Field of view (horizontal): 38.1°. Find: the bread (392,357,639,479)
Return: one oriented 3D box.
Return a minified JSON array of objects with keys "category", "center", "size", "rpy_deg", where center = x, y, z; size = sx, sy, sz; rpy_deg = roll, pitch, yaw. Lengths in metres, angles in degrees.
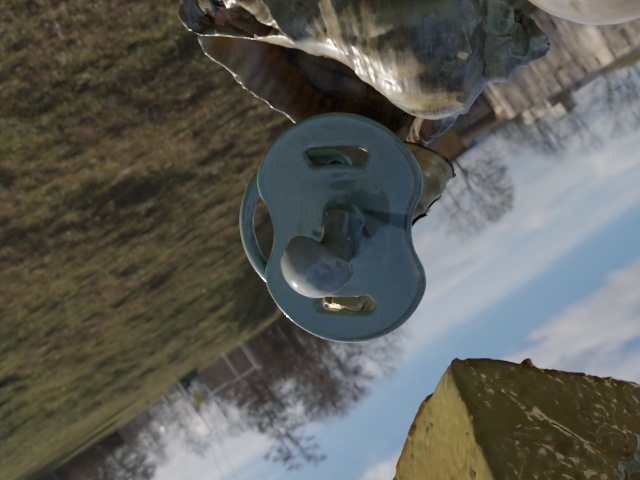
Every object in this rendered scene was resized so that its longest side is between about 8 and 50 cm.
[{"category":"bread","center":[0.199,0.262,0.749],"size":[0.207,0.279,0.279],"rpy_deg":[-107,-152,-59]}]

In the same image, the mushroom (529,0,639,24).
[{"category":"mushroom","center":[0.286,-0.338,0.796],"size":[0.290,0.292,0.292],"rpy_deg":[-8,173,-15]}]

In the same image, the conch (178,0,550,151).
[{"category":"conch","center":[0.043,-0.184,0.758],"size":[0.159,0.291,0.210],"rpy_deg":[-64,161,-13]}]

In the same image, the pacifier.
[{"category":"pacifier","center":[0.000,0.000,0.567],"size":[0.127,0.150,0.116],"rpy_deg":[8,-160,15]}]

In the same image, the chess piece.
[{"category":"chess piece","center":[0.051,0.004,0.755],"size":[0.172,0.060,0.060],"rpy_deg":[-64,-171,-16]}]
